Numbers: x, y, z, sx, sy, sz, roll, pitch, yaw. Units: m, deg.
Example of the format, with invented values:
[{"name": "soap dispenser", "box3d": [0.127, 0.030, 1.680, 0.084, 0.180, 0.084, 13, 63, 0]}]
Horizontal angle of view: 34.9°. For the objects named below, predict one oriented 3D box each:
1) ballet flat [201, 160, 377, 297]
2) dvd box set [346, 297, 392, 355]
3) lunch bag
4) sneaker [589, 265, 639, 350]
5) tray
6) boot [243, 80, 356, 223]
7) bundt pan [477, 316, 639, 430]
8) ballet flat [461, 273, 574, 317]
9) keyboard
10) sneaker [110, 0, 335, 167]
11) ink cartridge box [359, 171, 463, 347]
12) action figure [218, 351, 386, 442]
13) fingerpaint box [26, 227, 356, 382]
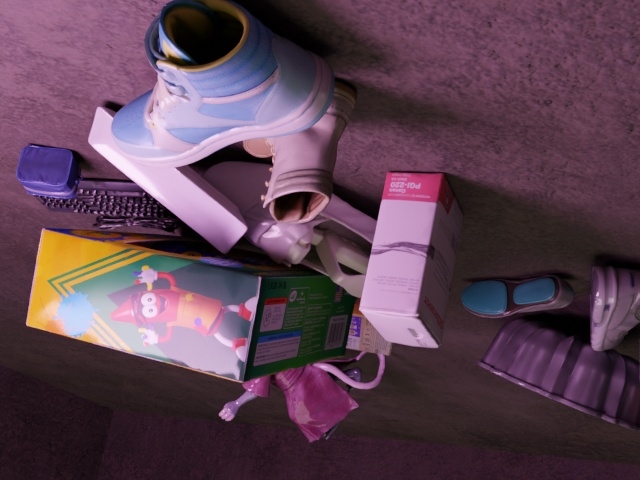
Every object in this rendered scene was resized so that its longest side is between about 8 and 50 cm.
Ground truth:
[{"name": "ballet flat", "box3d": [0.000, 0.000, 1.554, 0.400, 0.139, 0.139, 25, 157, -23]}, {"name": "dvd box set", "box3d": [-0.047, 0.150, 2.152, 0.420, 0.062, 0.307, 9, 161, 5]}, {"name": "lunch bag", "box3d": [-0.430, -0.108, 1.631, 0.098, 0.067, 0.065, 9, 161, 3]}, {"name": "sneaker", "box3d": [0.512, 0.122, 1.706, 0.115, 0.105, 0.281, -1, 161, 14]}, {"name": "tray", "box3d": [-0.220, -0.091, 1.485, 0.270, 0.030, 0.145, 39, 157, -4]}, {"name": "boot", "box3d": [-0.044, -0.099, 1.294, 0.077, 0.165, 0.213, 24, 155, -31]}, {"name": "bundt pan", "box3d": [0.471, 0.240, 1.925, 0.331, 0.124, 0.331, 21, 179, 0]}, {"name": "ballet flat", "box3d": [0.348, 0.103, 1.794, 0.068, 0.072, 0.213, 20, 159, -41]}, {"name": "keyboard", "box3d": [-0.346, -0.056, 1.788, 0.317, 0.033, 0.201, 4, 160, 21]}, {"name": "sneaker", "box3d": [-0.165, -0.190, 1.179, 0.319, 0.127, 0.208, -13, 153, 30]}, {"name": "ink cartridge box", "box3d": [0.137, 0.030, 1.479, 0.092, 0.218, 0.158, 3, 159, 21]}, {"name": "action figure", "box3d": [-0.071, 0.308, 2.369, 0.370, 0.248, 0.275, 38, 127, -22]}, {"name": "fingerpaint box", "box3d": [-0.185, 0.090, 1.657, 0.371, 0.163, 0.445, 11, -178, 21]}]
